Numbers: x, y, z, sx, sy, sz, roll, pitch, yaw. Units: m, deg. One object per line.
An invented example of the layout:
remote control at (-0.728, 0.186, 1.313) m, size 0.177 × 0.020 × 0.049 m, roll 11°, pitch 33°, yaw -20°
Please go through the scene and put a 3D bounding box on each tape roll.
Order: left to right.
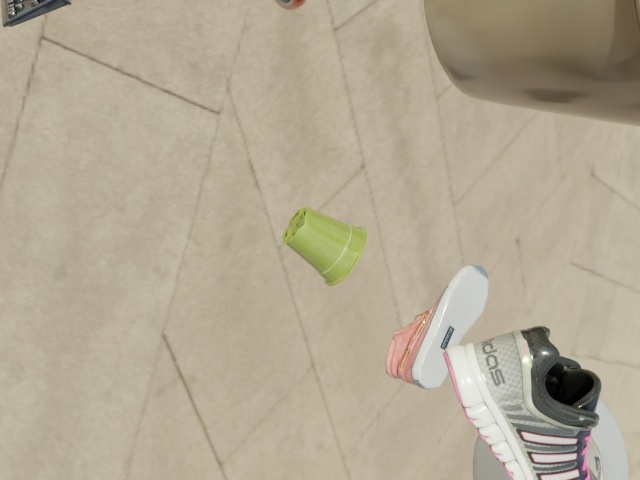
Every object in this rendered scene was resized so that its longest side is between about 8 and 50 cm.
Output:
tape roll at (0.303, 0.300, 1.121) m, size 0.219 × 0.072 × 0.219 m, roll 7°, pitch 77°, yaw -32°

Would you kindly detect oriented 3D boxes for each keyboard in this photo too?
keyboard at (-0.323, -0.308, 0.997) m, size 0.108 × 0.180 × 0.023 m, roll -23°, pitch 132°, yaw -4°

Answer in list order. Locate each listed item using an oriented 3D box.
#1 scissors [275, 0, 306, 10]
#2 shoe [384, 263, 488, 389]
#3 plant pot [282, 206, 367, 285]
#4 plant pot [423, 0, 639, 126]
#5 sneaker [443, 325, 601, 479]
scissors at (-0.016, -0.255, 0.753) m, size 0.021 × 0.297 × 0.109 m, roll -27°, pitch 111°, yaw -11°
shoe at (0.147, 0.106, 1.113) m, size 0.063 × 0.081 × 0.178 m, roll 39°, pitch 71°, yaw -29°
plant pot at (0.000, 0.000, 1.033) m, size 0.079 × 0.083 × 0.083 m, roll 32°, pitch 73°, yaw -21°
plant pot at (0.258, -0.239, 0.779) m, size 0.323 × 0.280 × 0.323 m, roll -1°, pitch 91°, yaw -51°
sneaker at (0.148, 0.117, 0.533) m, size 0.170 × 0.075 × 0.063 m, roll 52°, pitch 20°, yaw -22°
